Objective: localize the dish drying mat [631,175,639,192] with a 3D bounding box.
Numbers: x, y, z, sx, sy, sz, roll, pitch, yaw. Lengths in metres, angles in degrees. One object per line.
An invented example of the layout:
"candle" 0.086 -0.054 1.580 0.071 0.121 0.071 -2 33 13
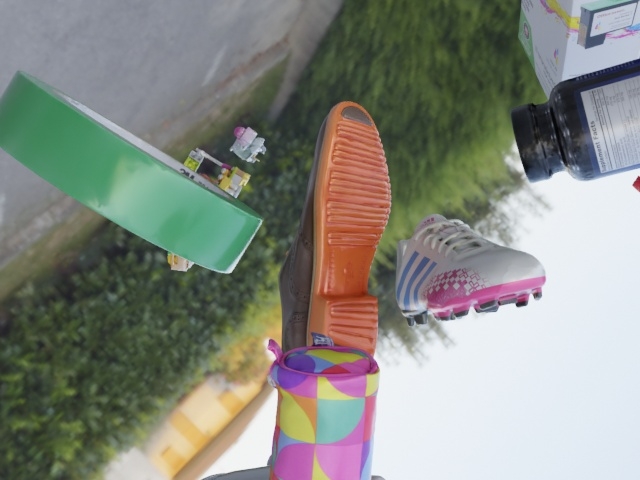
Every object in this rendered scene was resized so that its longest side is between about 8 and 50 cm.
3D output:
"dish drying mat" 0.579 -0.077 1.445 0.008 0.083 0.032 -35 156 -19

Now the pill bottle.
"pill bottle" 0.338 -0.138 0.953 0.219 0.123 0.123 -14 -166 20

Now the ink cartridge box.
"ink cartridge box" 0.368 -0.351 1.163 0.117 0.201 0.278 -9 139 0

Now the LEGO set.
"LEGO set" -0.201 -0.065 1.334 0.287 0.107 0.132 -61 -174 -33

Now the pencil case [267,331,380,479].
"pencil case" -0.003 0.205 0.746 0.104 0.104 0.236 -54 147 -77

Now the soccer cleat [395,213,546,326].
"soccer cleat" 0.165 0.028 1.044 0.116 0.143 0.331 -8 173 -16

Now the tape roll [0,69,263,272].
"tape roll" -0.220 -0.077 0.958 0.077 0.321 0.321 -58 -178 2

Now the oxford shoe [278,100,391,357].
"oxford shoe" 0.000 0.000 1.083 0.132 0.130 0.364 0 -98 47

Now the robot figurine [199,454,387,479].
"robot figurine" -0.053 0.370 0.986 0.353 0.200 0.300 -18 -151 34
